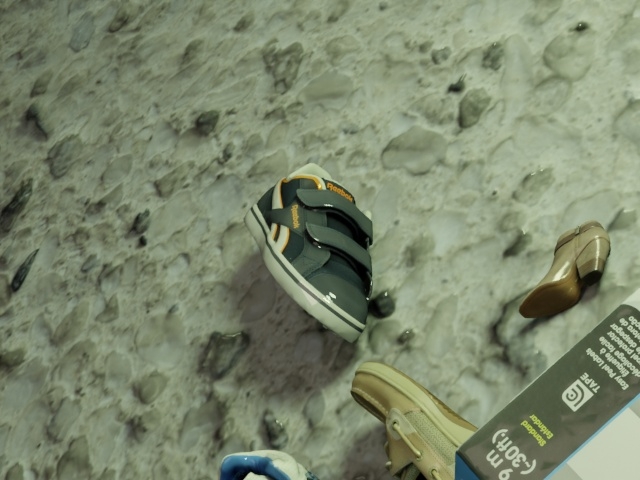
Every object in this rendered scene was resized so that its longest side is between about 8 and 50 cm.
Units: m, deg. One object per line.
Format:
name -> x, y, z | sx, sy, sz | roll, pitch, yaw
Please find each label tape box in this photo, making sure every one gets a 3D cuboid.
label tape box -> 0.251, 0.247, 1.546 | 0.348, 0.115, 0.249 | -40, 51, -3

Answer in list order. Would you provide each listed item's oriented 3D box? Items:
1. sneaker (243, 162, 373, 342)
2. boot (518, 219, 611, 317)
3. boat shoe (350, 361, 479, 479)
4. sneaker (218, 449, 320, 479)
sneaker -> 0.000, 0.000, 2.137 | 0.127, 0.126, 0.321 | -48, 32, 9
boot -> 0.267, 0.029, 1.900 | 0.118, 0.042, 0.087 | -29, 32, 23
boat shoe -> 0.111, 0.221, 1.814 | 0.098, 0.109, 0.302 | -50, 40, -6
sneaker -> -0.001, 0.328, 1.706 | 0.130, 0.236, 0.323 | -46, 34, 2
